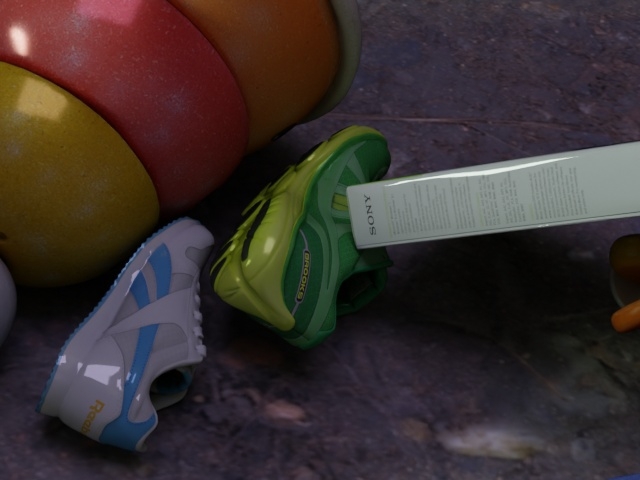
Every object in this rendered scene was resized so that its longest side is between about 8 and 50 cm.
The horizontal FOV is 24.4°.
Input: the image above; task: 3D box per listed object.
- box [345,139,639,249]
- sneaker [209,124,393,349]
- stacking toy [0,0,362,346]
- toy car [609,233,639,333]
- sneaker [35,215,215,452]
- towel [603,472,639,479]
[{"bbox_3d":[0.215,-0.046,1.163,0.322,0.059,0.232,-6,3,35],"label":"box"},{"bbox_3d":[0.000,0.000,1.237,0.123,0.109,0.295,49,32,-9],"label":"sneaker"},{"bbox_3d":[-0.214,-0.081,1.191,0.350,0.351,0.480,23,61,17],"label":"stacking toy"},{"bbox_3d":[0.323,0.054,1.199,0.182,0.159,0.136,7,75,-3],"label":"toy car"},{"bbox_3d":[-0.129,0.071,1.137,0.092,0.087,0.229,30,43,0],"label":"sneaker"},{"bbox_3d":[0.249,0.272,0.995,0.209,0.034,0.285,-9,41,-17],"label":"towel"}]
